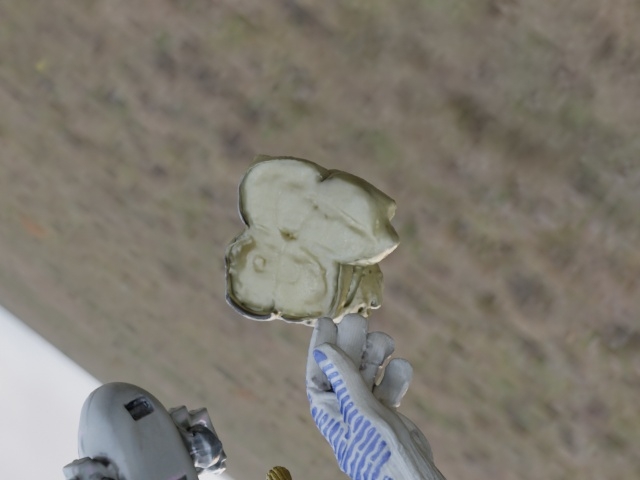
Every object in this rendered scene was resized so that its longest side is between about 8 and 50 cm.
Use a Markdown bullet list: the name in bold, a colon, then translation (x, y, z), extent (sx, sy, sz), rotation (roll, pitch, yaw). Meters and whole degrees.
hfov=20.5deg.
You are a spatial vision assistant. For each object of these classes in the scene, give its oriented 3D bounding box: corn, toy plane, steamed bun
- **corn**: translation (-0.048, 0.321, 2.288), extent (0.037, 0.037, 0.092), rotation (41, -179, -20)
- **toy plane**: translation (-0.176, 0.262, 1.774), extent (0.118, 0.252, 0.252), rotation (-14, 135, 40)
- **steamed bun**: translation (0.000, 0.000, 1.861), extent (0.192, 0.177, 0.106), rotation (5, -173, 21)

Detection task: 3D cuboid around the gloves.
- **gloves**: translation (0.049, 0.164, 1.571), extent (0.119, 0.097, 0.229), rotation (54, -167, -63)
